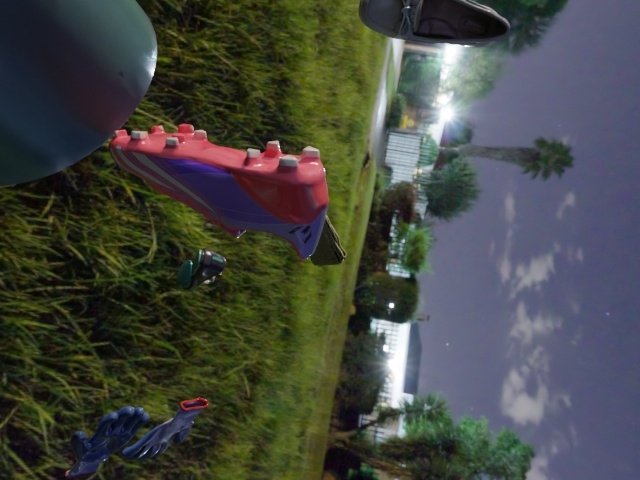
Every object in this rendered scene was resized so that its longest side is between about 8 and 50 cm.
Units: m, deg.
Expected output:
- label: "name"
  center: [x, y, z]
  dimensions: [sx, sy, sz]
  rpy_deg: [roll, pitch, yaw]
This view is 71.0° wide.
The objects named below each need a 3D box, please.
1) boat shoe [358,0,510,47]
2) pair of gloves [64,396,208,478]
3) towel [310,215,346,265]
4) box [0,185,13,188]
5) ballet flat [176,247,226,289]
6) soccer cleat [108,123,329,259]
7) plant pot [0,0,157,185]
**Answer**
- label: "boat shoe"
  center: [0.244, -0.484, 0.970]
  dimensions: [0.103, 0.321, 0.118]
  rpy_deg: [-90, -167, -66]
- label: "pair of gloves"
  center: [-0.269, 0.285, 0.654]
  dimensions: [0.159, 0.023, 0.198]
  rpy_deg: [-48, 144, 18]
- label: "towel"
  center: [0.000, 0.000, 0.896]
  dimensions: [0.109, 0.027, 0.148]
  rpy_deg: [66, -23, -3]
- label: "box"
  center: [-0.709, -0.206, 1.103]
  dimensions: [0.232, 0.088, 0.058]
  rpy_deg: [-64, 142, -51]
- label: "ballet flat"
  center: [-0.251, 0.067, 0.955]
  dimensions: [0.203, 0.074, 0.074]
  rpy_deg: [-30, -137, 55]
- label: "soccer cleat"
  center: [-0.106, -0.052, 0.421]
  dimensions: [0.083, 0.248, 0.095]
  rpy_deg: [-33, 131, -55]
- label: "plant pot"
  center: [-0.348, -0.237, 0.422]
  dimensions: [0.235, 0.293, 0.292]
  rpy_deg: [70, 30, -65]
